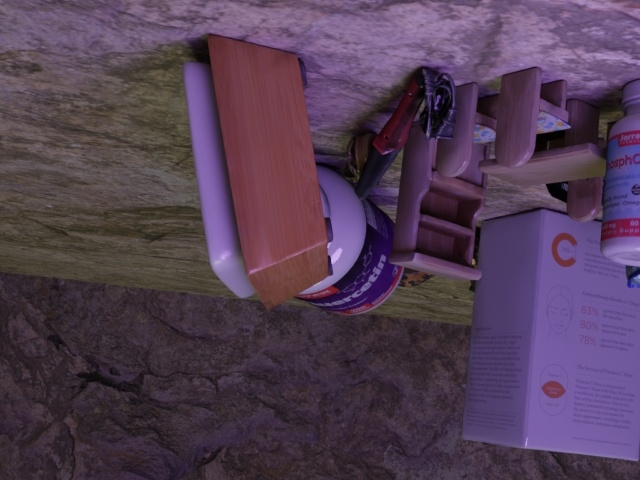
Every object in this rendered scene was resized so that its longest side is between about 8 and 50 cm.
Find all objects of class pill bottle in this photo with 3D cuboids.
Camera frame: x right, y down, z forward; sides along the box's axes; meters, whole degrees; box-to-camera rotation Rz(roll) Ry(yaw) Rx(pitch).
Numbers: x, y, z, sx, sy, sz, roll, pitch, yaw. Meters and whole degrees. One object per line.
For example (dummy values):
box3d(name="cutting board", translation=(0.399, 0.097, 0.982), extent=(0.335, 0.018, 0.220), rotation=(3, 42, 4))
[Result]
box3d(name="pill bottle", translation=(0.301, -0.060, 0.839), extent=(0.087, 0.160, 0.087), rotation=(7, 170, 1))
box3d(name="pill bottle", translation=(0.000, 0.000, 1.334), extent=(0.181, 0.182, 0.323), rotation=(3, 170, 21))

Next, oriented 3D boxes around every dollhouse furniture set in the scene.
box3d(name="dollhouse furniture set", translation=(0.198, -0.050, 0.969), extent=(0.212, 0.161, 0.242), rotation=(15, 167, -37))

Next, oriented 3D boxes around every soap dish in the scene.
box3d(name="soap dish", translation=(-0.058, -0.058, 0.978), extent=(0.118, 0.229, 0.291), rotation=(-9, 170, -1))

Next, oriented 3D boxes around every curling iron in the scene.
box3d(name="curling iron", translation=(0.076, -0.097, 0.972), extent=(0.035, 0.068, 0.274), rotation=(-2, 164, -17))

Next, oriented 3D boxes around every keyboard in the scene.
box3d(name="keyboard", translation=(0.324, -0.075, 1.154), extent=(0.100, 0.038, 0.192), rotation=(28, 179, 21))

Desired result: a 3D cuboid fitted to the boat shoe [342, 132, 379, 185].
box3d(name="boat shoe", translation=(0.047, -0.096, 1.131), extent=(0.048, 0.056, 0.153), rotation=(2, 177, 5))

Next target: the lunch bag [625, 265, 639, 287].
box3d(name="lunch bag", translation=(0.415, -0.013, 1.117), extent=(0.096, 0.129, 0.151), rotation=(2, 167, 20))

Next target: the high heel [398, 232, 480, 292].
box3d(name="high heel", translation=(0.176, 0.012, 1.648), extent=(0.261, 0.093, 0.186), rotation=(12, 155, 21))

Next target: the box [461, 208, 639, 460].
box3d(name="box", translation=(0.363, 0.147, 1.431), extent=(0.215, 0.345, 0.168), rotation=(12, 170, -23))
